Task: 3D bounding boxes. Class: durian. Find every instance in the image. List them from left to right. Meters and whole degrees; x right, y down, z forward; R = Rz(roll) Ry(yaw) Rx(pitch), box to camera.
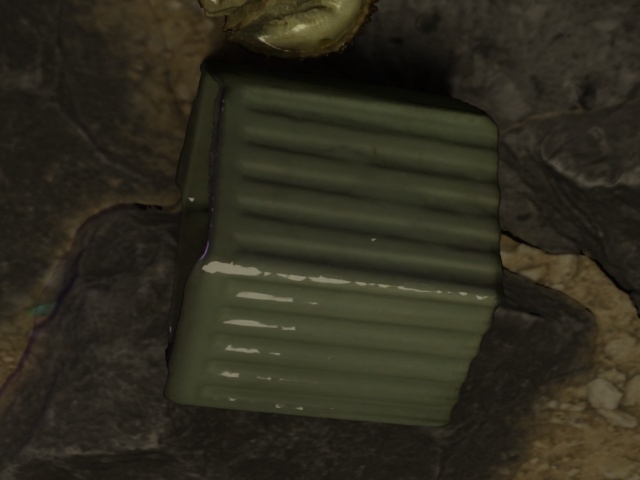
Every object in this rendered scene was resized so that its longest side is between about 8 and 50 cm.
[{"bbox_3d":[-0.009,-0.177,0.740,0.110,0.071,0.140,30,137,-20],"label":"durian"}]

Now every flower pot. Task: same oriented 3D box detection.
[{"bbox_3d":[0.000,0.000,0.804,0.189,0.239,0.209,8,159,-11],"label":"flower pot"}]
